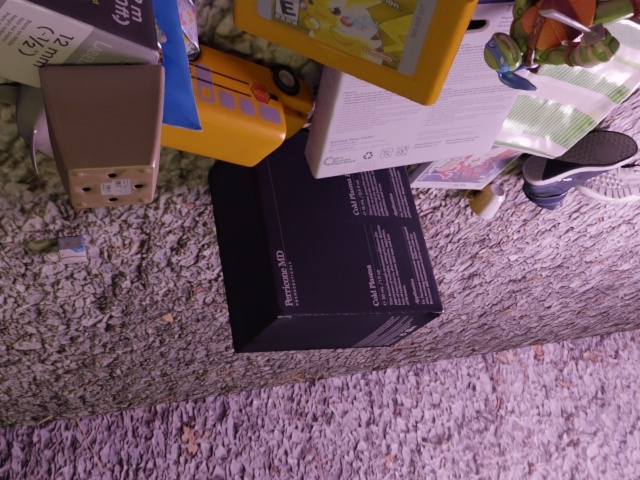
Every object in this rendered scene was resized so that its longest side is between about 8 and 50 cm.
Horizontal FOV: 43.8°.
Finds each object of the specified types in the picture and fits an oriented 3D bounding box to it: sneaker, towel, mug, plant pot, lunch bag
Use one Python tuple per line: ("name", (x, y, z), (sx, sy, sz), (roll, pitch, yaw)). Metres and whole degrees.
("sneaker", (0.623, -0.115, 1.741), (0.235, 0.090, 0.095), (5, 161, -31))
("towel", (0.433, -0.254, 1.354), (0.248, 0.038, 0.325), (6, 147, -34))
("sneaker", (0.520, -0.139, 1.621), (0.226, 0.086, 0.163), (-14, 155, 7))
("mug", (0.354, -0.088, 1.697), (0.078, 0.062, 0.064), (-6, 149, -31))
("plant pot", (-0.196, -0.089, 0.734), (0.109, 0.096, 0.109), (-4, 156, -16))
("lunch bag", (-0.188, -0.277, 0.981), (0.053, 0.071, 0.083), (-12, 159, 11))

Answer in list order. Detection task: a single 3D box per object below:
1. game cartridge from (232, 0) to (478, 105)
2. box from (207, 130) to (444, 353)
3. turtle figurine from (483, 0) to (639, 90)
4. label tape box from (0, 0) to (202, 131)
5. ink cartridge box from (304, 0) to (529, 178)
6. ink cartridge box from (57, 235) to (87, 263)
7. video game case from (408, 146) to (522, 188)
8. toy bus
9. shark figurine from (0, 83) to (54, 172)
("game cartridge", (0.036, -0.303, 0.872), (0.285, 0.053, 0.324), (23, 156, 5))
("box", (0.000, 0.000, 1.363), (0.312, 0.343, 0.179), (3, 153, -30))
("turtle figurine", (0.325, -0.317, 0.970), (0.266, 0.198, 0.275), (-28, 132, -4))
("label tape box", (-0.242, -0.267, 0.749), (0.347, 0.249, 0.115), (12, 147, -43))
("ink cartridge box", (0.157, -0.240, 1.184), (0.324, 0.071, 0.330), (-9, 145, -20))
("ink cartridge box", (-0.487, 0.022, 1.569), (0.048, 0.028, 0.083), (-6, 157, -13))
("video game case", (0.293, -0.157, 1.552), (0.183, 0.023, 0.201), (-1, 154, -26))
("toy bus", (-0.159, -0.193, 1.109), (0.332, 0.130, 0.108), (10, 148, -42))
("shark figurine", (-0.388, -0.138, 1.152), (0.166, 0.116, 0.278), (-10, 155, -2))
